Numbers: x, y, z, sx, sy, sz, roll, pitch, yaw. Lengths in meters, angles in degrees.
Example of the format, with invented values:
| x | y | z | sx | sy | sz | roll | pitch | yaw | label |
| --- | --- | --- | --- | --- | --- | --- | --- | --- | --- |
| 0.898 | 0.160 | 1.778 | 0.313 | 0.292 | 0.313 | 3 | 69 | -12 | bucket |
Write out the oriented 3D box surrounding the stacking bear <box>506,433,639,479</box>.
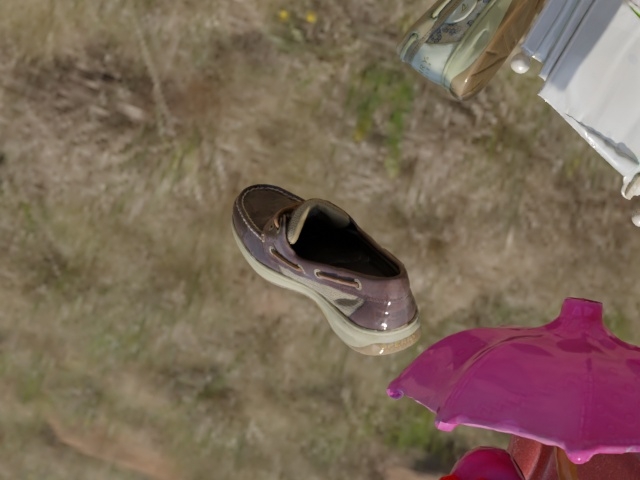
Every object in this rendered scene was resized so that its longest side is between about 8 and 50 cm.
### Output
| x | y | z | sx | sy | sz | roll | pitch | yaw | label |
| --- | --- | --- | --- | --- | --- | --- | --- | --- | --- |
| 0.181 | 0.205 | 0.902 | 0.164 | 0.175 | 0.289 | 37 | 177 | 21 | stacking bear |

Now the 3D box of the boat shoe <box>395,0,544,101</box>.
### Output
| x | y | z | sx | sy | sz | roll | pitch | yaw | label |
| --- | --- | --- | --- | --- | --- | --- | --- | --- | --- |
| 0.184 | -0.270 | 1.347 | 0.089 | 0.285 | 0.104 | 33 | 171 | 17 | boat shoe |

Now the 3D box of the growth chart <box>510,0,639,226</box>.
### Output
| x | y | z | sx | sy | sz | roll | pitch | yaw | label |
| --- | --- | --- | --- | --- | --- | --- | --- | --- | --- |
| 0.262 | -0.144 | 1.183 | 0.237 | 0.172 | 0.021 | 43 | 172 | -32 | growth chart |

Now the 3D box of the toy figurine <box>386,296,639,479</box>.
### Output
| x | y | z | sx | sy | sz | roll | pitch | yaw | label |
| --- | --- | --- | --- | --- | --- | --- | --- | --- | --- |
| 0.060 | 0.099 | 0.341 | 0.173 | 0.159 | 0.130 | -31 | 169 | 9 | toy figurine |

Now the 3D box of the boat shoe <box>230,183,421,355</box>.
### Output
| x | y | z | sx | sy | sz | roll | pitch | yaw | label |
| --- | --- | --- | --- | --- | --- | --- | --- | --- | --- |
| 0.000 | 0.000 | 1.652 | 0.342 | 0.123 | 0.123 | 44 | 148 | 47 | boat shoe |
